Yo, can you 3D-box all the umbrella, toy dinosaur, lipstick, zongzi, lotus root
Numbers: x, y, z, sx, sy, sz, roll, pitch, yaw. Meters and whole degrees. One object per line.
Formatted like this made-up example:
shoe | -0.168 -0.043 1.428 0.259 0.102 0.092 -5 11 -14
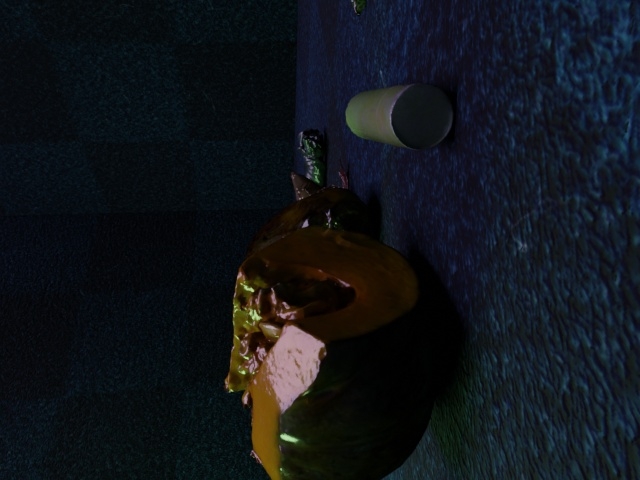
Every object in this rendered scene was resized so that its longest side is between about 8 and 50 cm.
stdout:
umbrella | -0.028 -0.191 1.756 0.143 0.094 0.349 -94 2 -63
toy dinosaur | 0.052 -0.094 1.298 0.108 0.032 0.220 -108 15 -61
lipstick | 0.090 -0.163 0.696 0.304 0.076 0.076 -116 25 -74
zongzi | -0.006 -0.050 1.243 0.197 0.099 0.195 40 145 36
lotus root | -0.032 0.024 1.070 0.397 0.179 0.196 -30 84 56

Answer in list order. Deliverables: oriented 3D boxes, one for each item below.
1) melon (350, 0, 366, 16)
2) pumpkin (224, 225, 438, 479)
melon | 0.053 -0.542 1.059 0.114 0.053 0.262 83 -178 -60
pumpkin | 0.015 0.134 0.666 0.303 0.256 0.226 41 132 50
